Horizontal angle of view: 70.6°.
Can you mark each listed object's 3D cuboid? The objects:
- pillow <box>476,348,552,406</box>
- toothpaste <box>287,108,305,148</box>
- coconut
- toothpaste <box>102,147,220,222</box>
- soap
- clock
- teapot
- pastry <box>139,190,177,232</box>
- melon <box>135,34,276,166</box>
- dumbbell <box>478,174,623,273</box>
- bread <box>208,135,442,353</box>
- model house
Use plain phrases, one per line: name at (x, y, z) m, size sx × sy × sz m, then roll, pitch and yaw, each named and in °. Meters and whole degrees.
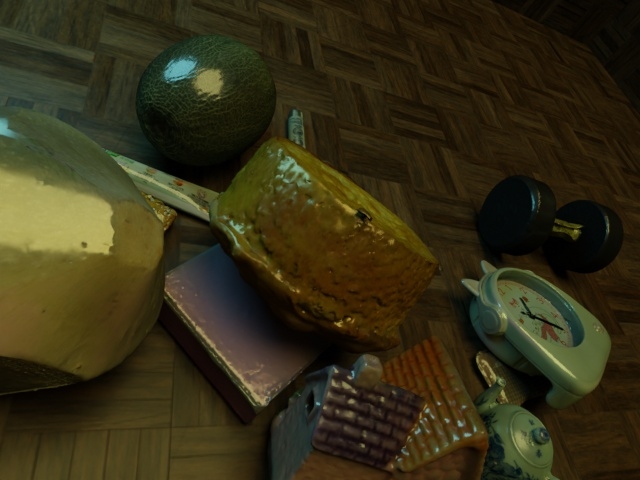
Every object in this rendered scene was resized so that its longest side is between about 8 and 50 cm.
pillow at (0.428, 0.284, 0.977) m, size 0.211 × 0.034 × 0.135 m, roll -6°, pitch 58°, yaw -35°
toothpaste at (-0.057, -0.221, 1.080) m, size 0.062 × 0.039 × 0.238 m, roll 9°, pitch 55°, yaw -19°
coconut at (-0.343, 0.012, 0.541) m, size 0.353 × 0.352 × 0.352 m, roll 15°, pitch 51°, yaw -19°
toothpaste at (-0.311, -0.108, 0.844) m, size 0.315 × 0.058 × 0.056 m, roll 23°, pitch 5°, yaw -18°
soap at (-0.133, 0.135, 0.740) m, size 0.259 × 0.081 × 0.181 m, roll 45°, pitch 46°, yaw 9°
clock at (0.456, 0.178, 0.994) m, size 0.324 × 0.108 × 0.265 m, roll 43°, pitch 41°, yaw 20°
teapot at (0.343, 0.362, 0.794) m, size 0.159 × 0.159 × 0.231 m, roll -11°, pitch 63°, yaw -35°
pastry at (-0.329, -0.054, 0.791) m, size 0.140 × 0.056 × 0.079 m, roll 32°, pitch 54°, yaw -13°
melon at (-0.216, -0.280, 0.898) m, size 0.238 × 0.237 × 0.301 m, roll 38°, pitch 44°, yaw 1°
dumbbell at (0.611, -0.036, 1.206) m, size 0.323 × 0.203 × 0.203 m, roll 14°, pitch 51°, yaw -21°
bread at (0.000, 0.000, 0.751) m, size 0.398 × 0.215 × 0.398 m, roll 36°, pitch 14°, yaw -10°
model house at (0.079, 0.246, 0.628) m, size 0.237 × 0.237 × 0.202 m, roll 26°, pitch 23°, yaw -11°
